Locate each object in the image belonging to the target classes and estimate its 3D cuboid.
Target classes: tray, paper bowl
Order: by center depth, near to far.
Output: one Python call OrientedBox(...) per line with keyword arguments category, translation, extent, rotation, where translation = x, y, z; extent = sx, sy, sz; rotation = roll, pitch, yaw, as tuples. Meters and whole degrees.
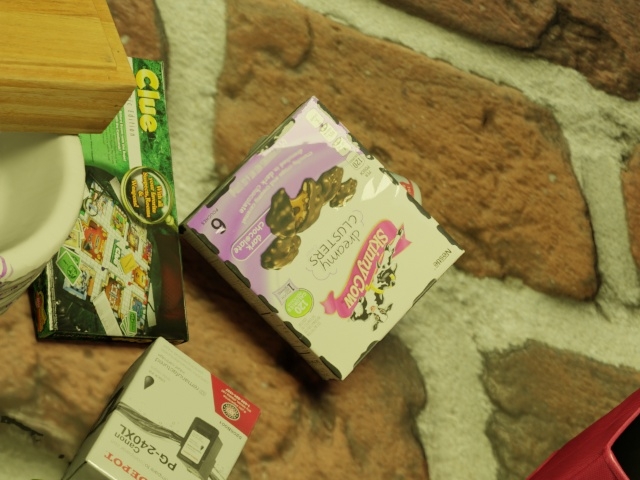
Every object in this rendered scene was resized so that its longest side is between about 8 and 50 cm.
OrientedBox(category="tray", translation=(-0.350, -0.184, 1.324), extent=(0.411, 0.076, 0.203), rotation=(-2, 58, -38))
OrientedBox(category="paper bowl", translation=(-0.336, -0.052, 1.391), extent=(0.284, 0.148, 0.284), rotation=(20, 48, -24))

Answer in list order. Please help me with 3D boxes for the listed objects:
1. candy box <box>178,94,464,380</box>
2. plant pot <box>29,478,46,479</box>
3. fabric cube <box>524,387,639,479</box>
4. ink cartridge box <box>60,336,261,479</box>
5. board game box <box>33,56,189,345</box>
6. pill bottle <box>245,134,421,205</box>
OrientedBox(category="candy box", translation=(0.000, 0.000, 1.603), extent=(0.196, 0.070, 0.165), rotation=(45, 77, -6))
OrientedBox(category="plant pot", translation=(-0.213, 0.231, 1.327), extent=(0.083, 0.083, 0.079), rotation=(47, 54, 2))
OrientedBox(category="fabric cube", translation=(0.298, 0.273, 1.554), extent=(0.254, 0.258, 0.259), rotation=(51, 42, 5))
OrientedBox(category="ink cartridge box", translation=(-0.128, 0.169, 1.445), extent=(0.109, 0.063, 0.150), rotation=(37, 43, -9))
OrientedBox(category="board game box", translation=(-0.186, -0.040, 1.546), extent=(0.136, 0.030, 0.260), rotation=(6, 69, -33))
OrientedBox(category="pill bottle", translation=(0.008, -0.042, 1.697), extent=(0.160, 0.087, 0.087), rotation=(20, 48, -25))
